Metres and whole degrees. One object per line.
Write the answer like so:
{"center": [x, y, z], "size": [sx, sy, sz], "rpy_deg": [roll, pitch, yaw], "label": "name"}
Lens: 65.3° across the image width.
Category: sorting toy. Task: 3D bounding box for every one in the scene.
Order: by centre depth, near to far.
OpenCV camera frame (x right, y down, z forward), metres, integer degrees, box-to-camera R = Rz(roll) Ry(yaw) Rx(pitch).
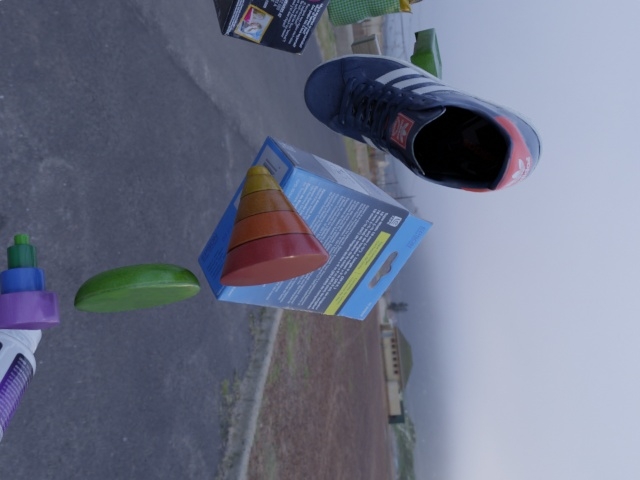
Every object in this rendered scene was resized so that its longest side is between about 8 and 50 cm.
{"center": [-0.180, 0.003, 0.545], "size": [0.127, 0.365, 0.126], "rpy_deg": [74, 5, -77], "label": "sorting toy"}

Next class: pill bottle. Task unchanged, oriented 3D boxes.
{"center": [-0.419, 0.178, 0.605], "size": [0.193, 0.108, 0.108], "rpy_deg": [-94, 174, -54], "label": "pill bottle"}

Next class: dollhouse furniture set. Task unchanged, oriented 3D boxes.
{"center": [0.103, -0.406, 0.929], "size": [0.151, 0.197, 0.301], "rpy_deg": [-72, 148, -47], "label": "dollhouse furniture set"}

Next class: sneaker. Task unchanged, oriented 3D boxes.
{"center": [0.109, -0.158, 0.658], "size": [0.148, 0.350, 0.131], "rpy_deg": [-36, 142, -53], "label": "sneaker"}

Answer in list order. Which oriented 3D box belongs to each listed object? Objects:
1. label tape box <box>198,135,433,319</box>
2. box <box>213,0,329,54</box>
{"center": [0.000, 0.000, 0.848], "size": [0.334, 0.240, 0.106], "rpy_deg": [16, 25, -43], "label": "label tape box"}
{"center": [-0.078, -0.438, 0.756], "size": [0.163, 0.142, 0.247], "rpy_deg": [-50, -132, 46], "label": "box"}
